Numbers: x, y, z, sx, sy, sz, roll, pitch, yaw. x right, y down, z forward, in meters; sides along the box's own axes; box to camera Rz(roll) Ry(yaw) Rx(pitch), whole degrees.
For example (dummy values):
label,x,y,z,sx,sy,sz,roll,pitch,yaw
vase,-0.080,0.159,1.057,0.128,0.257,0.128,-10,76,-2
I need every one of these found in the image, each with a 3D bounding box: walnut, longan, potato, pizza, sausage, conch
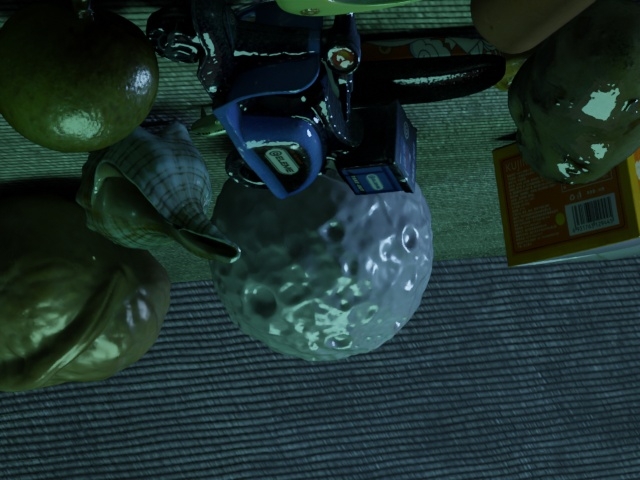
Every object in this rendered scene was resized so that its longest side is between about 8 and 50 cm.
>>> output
label,x,y,z,sx,sy,sz,roll,pitch,yaw
walnut,-0.440,0.081,2.224,0.381,0.381,0.381,-7,172,-1
longan,-0.230,-0.164,1.283,0.155,0.145,0.176,-18,142,-43
potato,0.304,-0.166,1.534,0.165,0.165,0.262,-4,156,-17
pizza,0.295,-0.212,1.731,0.181,0.034,0.262,-9,172,14
sausage,0.214,-0.243,1.245,0.086,0.086,0.289,-4,171,-17
conch,-0.213,-0.076,1.811,0.386,0.169,0.203,8,149,46

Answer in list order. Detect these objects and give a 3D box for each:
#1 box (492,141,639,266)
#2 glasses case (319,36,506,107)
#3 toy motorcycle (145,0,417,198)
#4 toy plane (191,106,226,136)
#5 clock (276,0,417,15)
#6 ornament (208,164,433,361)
label,x,y,z,sx,sy,sz,roll,pitch,yaw
box,0.465,-0.084,2.164,0.259,0.214,0.283,-4,174,-37
glasses case,0.079,-0.192,1.564,0.267,0.067,0.103,-5,172,-7
toy motorcycle,-0.027,-0.156,1.408,0.212,0.125,0.358,-6,154,18
toy plane,-0.113,-0.157,1.760,0.111,0.040,0.102,-6,171,2
clock,0.067,-0.250,1.135,0.232,0.069,0.170,-8,172,4
ornament,0.000,0.000,1.978,0.337,0.337,0.337,-7,172,-1
